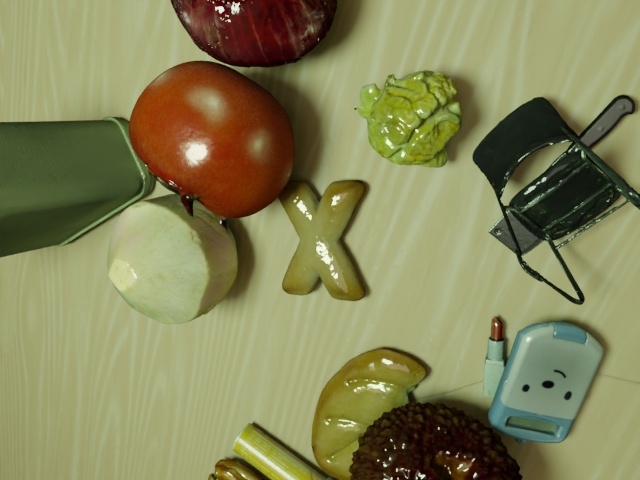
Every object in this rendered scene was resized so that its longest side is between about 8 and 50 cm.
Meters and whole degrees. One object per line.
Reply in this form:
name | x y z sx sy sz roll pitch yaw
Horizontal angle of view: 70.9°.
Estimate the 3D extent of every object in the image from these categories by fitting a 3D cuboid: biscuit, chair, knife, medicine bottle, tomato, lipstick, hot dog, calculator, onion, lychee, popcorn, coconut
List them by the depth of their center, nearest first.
chair | 0.308 -0.059 0.579 0.140 0.145 0.221 -44 38 30
knife | 0.342 -0.080 0.621 0.072 0.019 0.245 40 117 10
onion | -0.092 -0.372 0.632 0.251 0.219 0.252 1 68 -2
popcorn | 0.127 -0.173 0.632 0.141 0.135 0.162 -40 86 33
calculator | 0.327 0.214 0.661 0.120 0.039 0.211 13 108 1
lychee | 0.170 0.384 0.686 0.271 0.271 0.272 5 104 23
lipstick | 0.272 0.179 0.699 0.030 0.030 0.130 3 103 24
tomato | -0.162 -0.152 0.708 0.255 0.256 0.225 36 99 13
biscuit | -0.001 0.000 0.775 0.164 0.047 0.208 2 102 23
coconut | -0.262 0.030 0.801 0.237 0.237 0.197 45 114 9
biscuit | 0.068 0.313 0.814 0.154 0.045 0.300 25 110 18
medicine bottle | -0.073 0.453 0.894 0.218 0.074 0.074 28 111 18
hot dog | -0.129 0.554 0.943 0.249 0.068 0.100 37 101 11

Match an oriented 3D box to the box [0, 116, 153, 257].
box | -0.568 -0.085 0.848 0.351 0.344 0.178 -23 94 26
